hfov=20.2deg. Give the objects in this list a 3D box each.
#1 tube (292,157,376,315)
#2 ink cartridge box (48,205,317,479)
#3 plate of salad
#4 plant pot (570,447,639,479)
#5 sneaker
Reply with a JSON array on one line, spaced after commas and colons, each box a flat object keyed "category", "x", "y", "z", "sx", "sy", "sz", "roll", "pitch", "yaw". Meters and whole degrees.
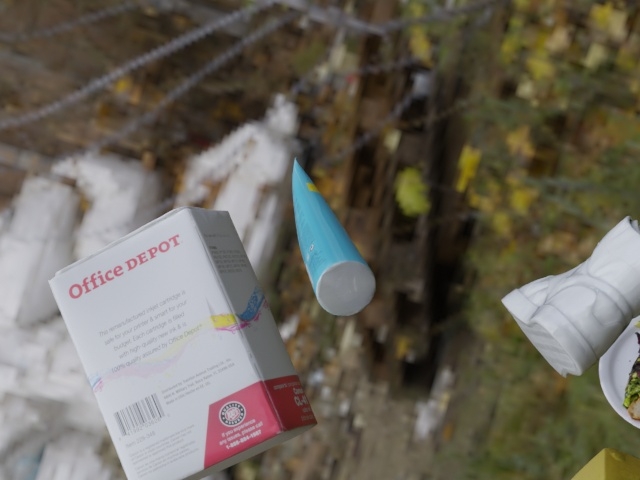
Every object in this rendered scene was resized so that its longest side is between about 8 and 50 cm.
[{"category": "tube", "x": 0.000, "y": 0.000, "z": 1.612, "sx": 0.207, "sy": 0.052, "sz": 0.080, "roll": -118, "pitch": 26, "yaw": -62}, {"category": "ink cartridge box", "x": -0.172, "y": 0.139, "z": 2.249, "sx": 0.131, "sy": 0.226, "sz": 0.306, "roll": 5, "pitch": -119, "yaw": -67}, {"category": "plate of salad", "x": 0.484, "y": 0.176, "z": 2.471, "sx": 0.048, "sy": 0.200, "sz": 0.199, "roll": 78, "pitch": -160, "yaw": -57}, {"category": "plant pot", "x": 0.319, "y": 0.340, "z": 1.826, "sx": 0.212, "sy": 0.212, "sz": 0.187, "roll": -68, "pitch": -1, "yaw": -66}, {"category": "sneaker", "x": 0.294, "y": 0.057, "z": 1.904, "sx": 0.169, "sy": 0.108, "sz": 0.292, "roll": -41, "pitch": 5, "yaw": -3}]
